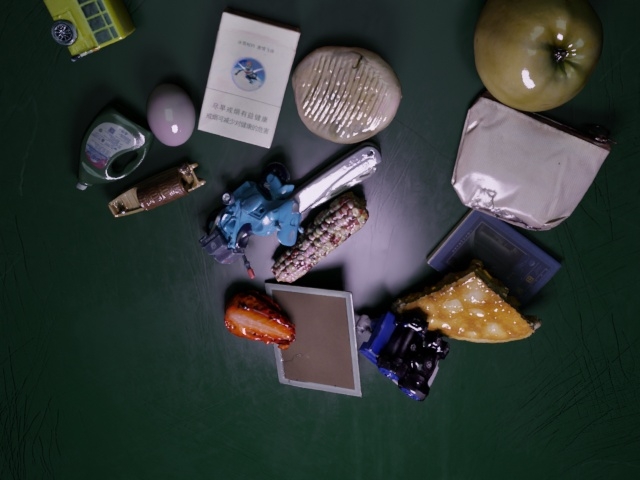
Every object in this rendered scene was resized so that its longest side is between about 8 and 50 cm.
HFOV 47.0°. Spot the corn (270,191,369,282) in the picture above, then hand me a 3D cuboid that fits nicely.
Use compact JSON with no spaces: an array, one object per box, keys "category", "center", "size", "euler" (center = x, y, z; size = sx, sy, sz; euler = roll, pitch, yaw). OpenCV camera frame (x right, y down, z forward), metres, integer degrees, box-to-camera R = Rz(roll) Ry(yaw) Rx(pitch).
[{"category":"corn","center":[0.000,0.000,1.697],"size":[0.092,0.092,0.280],"euler":[40,109,-16]}]

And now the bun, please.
[{"category":"bun","center":[0.056,-0.309,1.550],"size":[0.237,0.116,0.209],"euler":[21,118,15]}]

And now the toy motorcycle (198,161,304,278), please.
[{"category":"toy motorcycle","center":[-0.147,-0.037,1.650],"size":[0.272,0.124,0.182],"euler":[-37,70,23]}]

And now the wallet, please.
[{"category":"wallet","center":[0.458,-0.170,1.642],"size":[0.336,0.068,0.274],"euler":[21,105,-2]}]

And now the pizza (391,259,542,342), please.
[{"category":"pizza","center":[0.348,0.178,1.768],"size":[0.268,0.087,0.258],"euler":[-30,118,34]}]

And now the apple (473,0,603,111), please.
[{"category":"apple","center":[0.434,-0.387,1.464],"size":[0.263,0.262,0.262],"euler":[0,113,-1]}]

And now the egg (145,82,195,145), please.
[{"category":"egg","center":[-0.318,-0.267,1.568],"size":[0.103,0.103,0.134],"euler":[-6,116,2]}]

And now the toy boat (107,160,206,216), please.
[{"category":"toy boat","center":[-0.369,-0.109,1.646],"size":[0.226,0.088,0.068],"euler":[-22,113,7]}]

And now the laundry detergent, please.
[{"category":"laundry detergent","center":[-0.466,-0.190,1.623],"size":[0.137,0.063,0.211],"euler":[32,110,-20]}]

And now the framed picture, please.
[{"category":"framed picture","center":[-0.014,0.240,1.796],"size":[0.231,0.018,0.293],"euler":[5,115,23]}]

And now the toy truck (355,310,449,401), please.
[{"category":"toy truck","center":[0.186,0.272,1.774],"size":[0.213,0.177,0.161],"euler":[45,64,-29]}]

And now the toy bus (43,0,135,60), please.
[{"category":"toy bus","center":[-0.483,-0.507,1.451],"size":[0.150,0.128,0.262],"euler":[-20,114,7]}]

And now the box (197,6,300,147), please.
[{"category":"box","center":[-0.153,-0.342,1.559],"size":[0.164,0.069,0.256],"euler":[14,113,-7]}]

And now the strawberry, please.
[{"category":"strawberry","center":[-0.143,0.190,1.781],"size":[0.188,0.082,0.121],"euler":[25,130,-2]}]

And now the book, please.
[{"category":"book","center":[0.415,0.053,1.761],"size":[0.269,0.025,0.191],"euler":[35,108,-14]}]

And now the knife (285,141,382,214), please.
[{"category":"knife","center":[0.024,-0.131,1.666],"size":[0.266,0.040,0.073],"euler":[-32,107,12]}]
